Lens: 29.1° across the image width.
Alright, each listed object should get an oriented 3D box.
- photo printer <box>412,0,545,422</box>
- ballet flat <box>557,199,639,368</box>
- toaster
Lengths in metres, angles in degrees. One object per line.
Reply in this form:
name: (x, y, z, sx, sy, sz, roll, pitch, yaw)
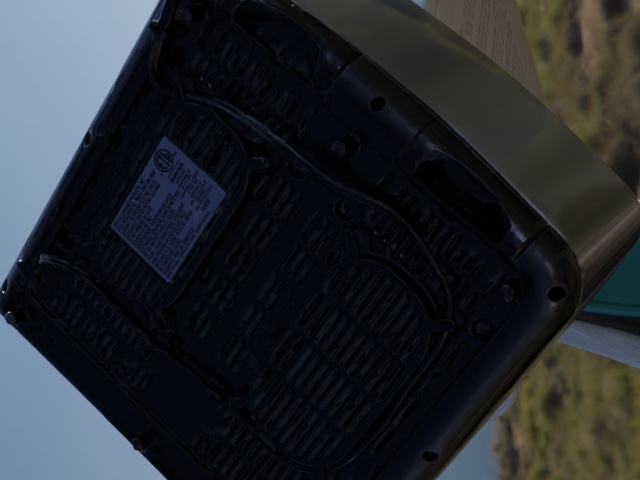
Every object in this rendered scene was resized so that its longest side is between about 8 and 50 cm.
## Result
photo printer: (0.057, -0.059, 0.699, 0.307, 0.107, 0.256, 60, -147, -49)
ballet flat: (0.267, 0.049, 0.806, 0.139, 0.400, 0.139, -24, -59, -47)
toaster: (0.000, 0.000, 0.428, 0.186, 0.168, 0.110, -56, -14, 27)
